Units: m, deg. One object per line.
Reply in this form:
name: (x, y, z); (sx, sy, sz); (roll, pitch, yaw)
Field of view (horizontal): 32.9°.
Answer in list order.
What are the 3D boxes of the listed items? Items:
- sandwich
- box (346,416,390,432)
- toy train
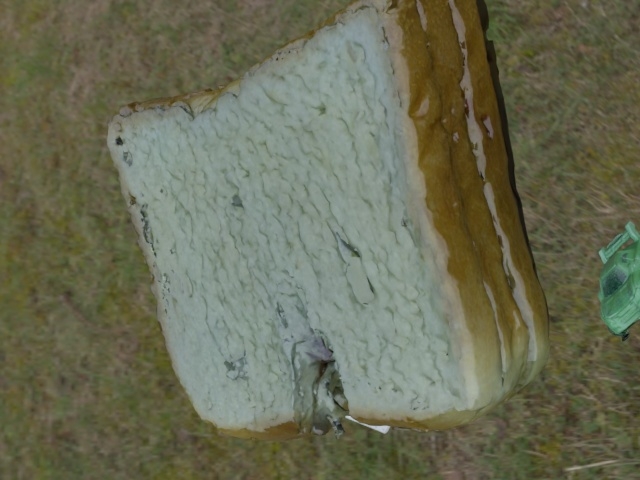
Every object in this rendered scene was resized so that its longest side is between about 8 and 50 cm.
sandwich: (-0.001, 0.000, 0.669); (0.273, 0.095, 0.249); (-15, 90, 46)
box: (0.078, 0.053, 1.272); (0.095, 0.330, 0.210); (22, 106, -4)
toy train: (0.384, 0.050, 1.347); (0.081, 0.149, 0.099); (40, 126, 2)
